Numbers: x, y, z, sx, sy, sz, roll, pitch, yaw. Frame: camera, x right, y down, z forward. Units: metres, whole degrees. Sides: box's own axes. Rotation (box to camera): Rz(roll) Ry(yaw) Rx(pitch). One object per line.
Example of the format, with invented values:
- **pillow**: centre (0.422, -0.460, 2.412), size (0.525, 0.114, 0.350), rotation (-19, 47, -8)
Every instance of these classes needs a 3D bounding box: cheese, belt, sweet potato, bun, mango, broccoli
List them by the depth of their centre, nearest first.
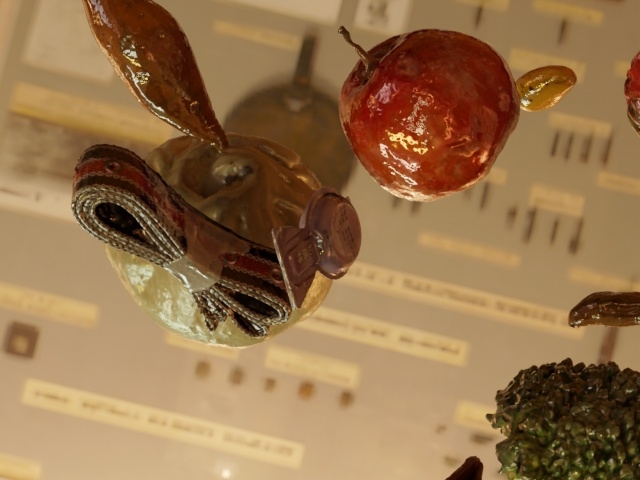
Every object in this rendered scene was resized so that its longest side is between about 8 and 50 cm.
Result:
- **cheese**: centre (0.000, 0.000, 1.706), size (0.042, 0.105, 0.191), rotation (-9, -167, 27)
- **broccoli**: centre (0.354, 0.243, 1.763), size (0.334, 0.324, 0.272), rotation (5, 137, -3)
- **belt**: centre (-0.173, 0.004, 1.963), size (0.126, 0.094, 0.359), rotation (-24, 134, 32)
- **sweet potato**: centre (-0.230, -0.257, 2.030), size (0.359, 0.112, 0.112), rotation (54, 165, -11)
- **sweet potato**: centre (0.421, 0.095, 2.045), size (0.182, 0.053, 0.054), rotation (6, -168, 17)
- **bun**: centre (-0.143, -0.023, 2.242), size (0.360, 0.359, 0.211), rotation (13, 147, 15)
- **mango**: centre (0.338, -0.231, 2.325), size (0.079, 0.057, 0.114), rotation (12, 158, -37)

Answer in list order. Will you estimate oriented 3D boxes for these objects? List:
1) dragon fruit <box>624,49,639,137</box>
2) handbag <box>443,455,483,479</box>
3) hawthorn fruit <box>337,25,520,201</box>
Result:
- **dragon fruit**: centre (0.424, -0.142, 1.690), size (0.167, 0.160, 0.172), rotation (0, 149, 40)
- **handbag**: centre (0.153, 0.465, 2.245), size (0.084, 0.260, 0.275), rotation (36, -146, 23)
- **hawthorn fruit**: centre (0.117, -0.186, 2.016), size (0.272, 0.241, 0.242), rotation (36, 165, -27)
